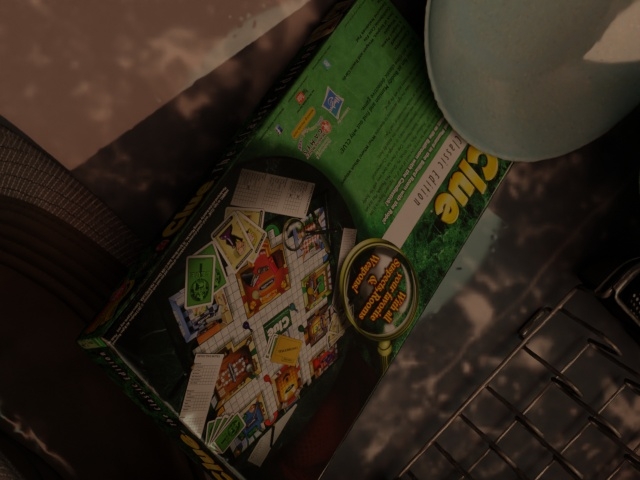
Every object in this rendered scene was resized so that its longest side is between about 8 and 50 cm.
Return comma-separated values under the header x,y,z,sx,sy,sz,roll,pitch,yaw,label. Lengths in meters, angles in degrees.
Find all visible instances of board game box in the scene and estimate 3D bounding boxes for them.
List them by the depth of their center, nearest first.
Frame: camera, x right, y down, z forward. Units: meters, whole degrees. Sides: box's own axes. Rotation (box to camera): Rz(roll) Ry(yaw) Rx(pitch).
x,y,z,sx,sy,sz,roll,pitch,yaw,label
0.000,0.000,0.745,0.136,0.030,0.260,48,55,-19,board game box

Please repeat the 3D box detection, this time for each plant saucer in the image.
x,y,z,sx,sy,sz,roll,pitch,yaw,label
0.124,-0.138,0.797,0.195,0.037,0.195,-18,124,-28,plant saucer

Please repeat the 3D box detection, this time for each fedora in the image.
x,y,z,sx,sy,sz,roll,pitch,yaw,label
-0.142,0.088,0.706,0.124,0.244,0.275,-33,121,22,fedora

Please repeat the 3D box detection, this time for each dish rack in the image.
x,y,z,sx,sy,sz,roll,pitch,yaw,label
0.148,0.158,0.871,0.271,0.074,0.208,-46,110,-3,dish rack

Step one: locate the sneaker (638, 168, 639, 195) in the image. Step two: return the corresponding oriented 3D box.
x,y,z,sx,sy,sz,roll,pitch,yaw,label
0.393,-0.104,0.764,0.483,0.185,0.202,-34,113,7,sneaker
